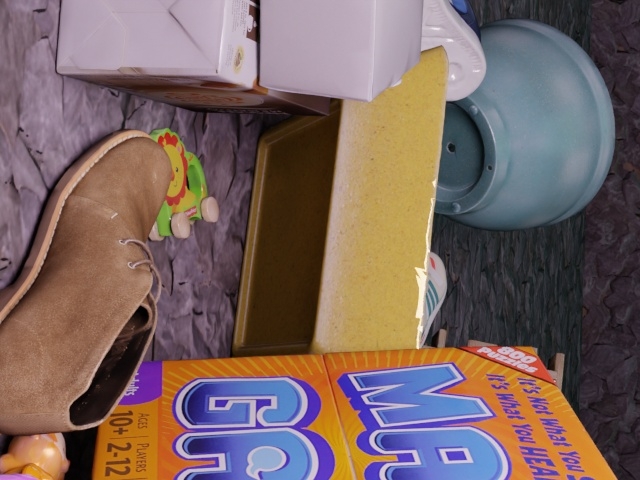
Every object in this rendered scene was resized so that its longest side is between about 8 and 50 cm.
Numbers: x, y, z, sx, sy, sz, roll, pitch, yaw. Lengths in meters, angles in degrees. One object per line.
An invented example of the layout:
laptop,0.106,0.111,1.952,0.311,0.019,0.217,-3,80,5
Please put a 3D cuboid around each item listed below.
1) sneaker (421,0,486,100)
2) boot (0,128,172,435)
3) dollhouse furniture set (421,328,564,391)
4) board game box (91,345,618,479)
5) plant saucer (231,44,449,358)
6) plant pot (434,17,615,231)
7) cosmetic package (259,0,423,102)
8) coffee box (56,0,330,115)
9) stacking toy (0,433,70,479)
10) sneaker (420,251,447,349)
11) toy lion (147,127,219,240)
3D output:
sneaker,0.086,-0.336,1.639,0.323,0.130,0.236,50,17,-34
boot,-0.157,0.029,1.002,0.305,0.115,0.112,-67,151,-44
dollhouse furniture set,0.193,0.239,1.860,0.242,0.212,0.161,116,-15,-68
board game box,0.019,0.314,0.981,0.356,0.357,0.356,-108,-163,-70
plant saucer,0.000,0.000,1.280,0.333,0.081,0.332,164,-66,-67
plant pot,0.215,-0.139,1.790,0.196,0.293,0.293,-20,114,-47
cosmetic package,0.020,-0.236,1.022,0.127,0.107,0.237,-41,140,-60
coffee box,-0.091,-0.165,1.107,0.246,0.141,0.098,5,89,-69
stacking toy,-0.213,0.218,0.874,0.302,0.166,0.175,-78,170,-62
sneaker,0.123,0.068,1.725,0.075,0.057,0.161,78,29,-52
toy lion,-0.130,-0.053,1.186,0.100,0.034,0.096,-34,117,-65
